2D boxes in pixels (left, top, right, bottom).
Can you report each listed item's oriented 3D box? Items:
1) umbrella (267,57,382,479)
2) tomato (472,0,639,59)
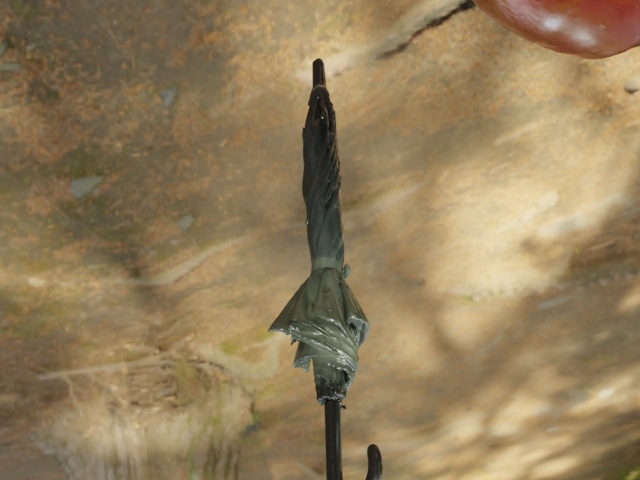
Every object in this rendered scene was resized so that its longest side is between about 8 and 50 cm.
[{"bbox_3d":[-0.003,0.003,0.421,0.044,0.269,0.044,27,128,-30],"label":"umbrella"},{"bbox_3d":[0.118,-0.221,0.481,0.140,0.233,0.200,11,116,-34],"label":"tomato"}]
